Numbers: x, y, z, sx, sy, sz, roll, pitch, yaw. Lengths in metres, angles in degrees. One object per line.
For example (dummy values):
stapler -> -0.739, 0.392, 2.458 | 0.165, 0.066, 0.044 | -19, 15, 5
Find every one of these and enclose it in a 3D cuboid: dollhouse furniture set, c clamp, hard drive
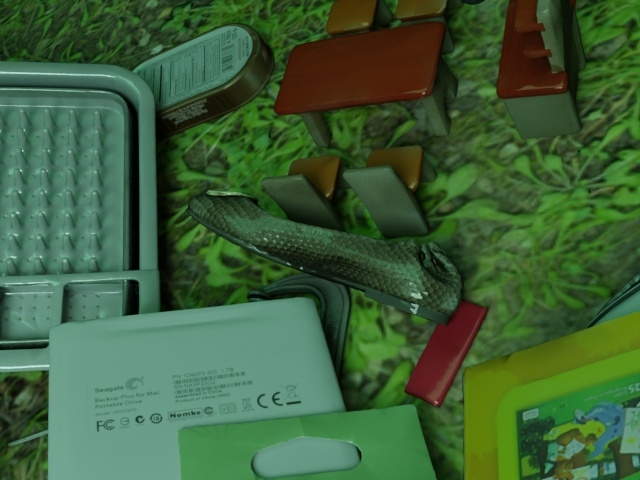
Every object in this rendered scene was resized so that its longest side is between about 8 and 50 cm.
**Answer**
dollhouse furniture set -> 0.080, -0.150, 0.707 | 0.259, 0.135, 0.262 | -3, 59, 28
c clamp -> -0.044, 0.095, 0.690 | 0.137, 0.022, 0.160 | 1, 60, 28
hard drive -> -0.070, 0.171, 0.547 | 0.203, 0.040, 0.307 | -5, 46, -12

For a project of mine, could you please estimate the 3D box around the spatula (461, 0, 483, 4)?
spatula -> 0.169, -0.283, 0.659 | 0.084, 0.030, 0.296 | 8, 54, 37

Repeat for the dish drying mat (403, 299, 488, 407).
dish drying mat -> 0.094, 0.083, 0.631 | 0.032, 0.008, 0.083 | 17, 69, 37

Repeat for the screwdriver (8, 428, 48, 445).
screwdriver -> -0.214, 0.161, 0.744 | 0.170, 0.024, 0.025 | -23, 23, 16

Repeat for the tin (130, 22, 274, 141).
tin -> -0.141, -0.173, 0.914 | 0.190, 0.040, 0.106 | -19, 48, 18

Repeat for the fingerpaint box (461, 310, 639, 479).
fingerpaint box -> 0.276, 0.164, 0.271 | 0.445, 0.163, 0.371 | -25, 34, 29

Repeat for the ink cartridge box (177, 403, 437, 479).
ink cartridge box -> 0.007, 0.186, 0.476 | 0.171, 0.056, 0.235 | -4, 47, -10

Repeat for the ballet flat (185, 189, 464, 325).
ballet flat -> 0.000, 0.000, 0.670 | 0.250, 0.084, 0.058 | 20, 90, 29

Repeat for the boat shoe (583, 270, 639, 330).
boat shoe -> 0.292, -0.005, 0.524 | 0.335, 0.121, 0.119 | -28, 41, -3

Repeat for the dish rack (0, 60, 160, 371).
dish rack -> -0.298, -0.022, 0.798 | 0.286, 0.072, 0.333 | -1, 62, -10
